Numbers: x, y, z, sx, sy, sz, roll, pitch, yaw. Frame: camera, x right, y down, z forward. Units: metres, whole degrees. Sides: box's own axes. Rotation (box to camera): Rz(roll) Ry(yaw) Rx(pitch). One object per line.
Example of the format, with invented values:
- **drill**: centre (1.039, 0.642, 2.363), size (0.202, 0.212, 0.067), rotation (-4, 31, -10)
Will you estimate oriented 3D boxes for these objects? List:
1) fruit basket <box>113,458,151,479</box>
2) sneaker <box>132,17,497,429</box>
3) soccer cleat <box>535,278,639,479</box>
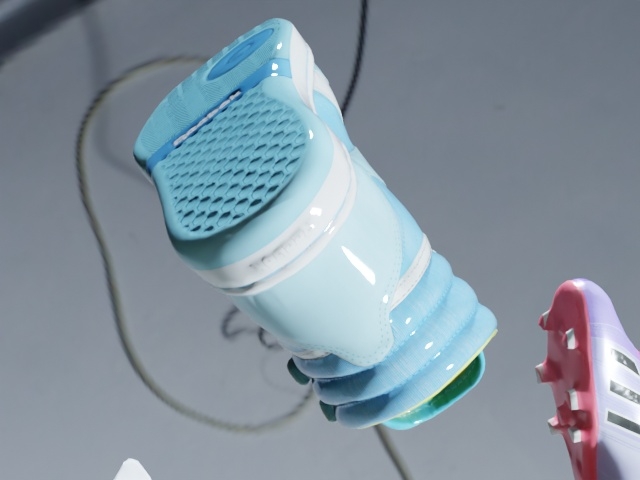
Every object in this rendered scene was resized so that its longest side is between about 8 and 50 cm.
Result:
- **fruit basket**: centre (-0.064, 0.310, 0.543), size (0.165, 0.327, 0.353), rotation (-15, 32, 31)
- **sneaker**: centre (0.000, 0.000, 0.958), size (0.127, 0.208, 0.319), rotation (-36, 23, 11)
- **soccer cleat**: centre (0.214, 0.138, 1.138), size (0.095, 0.248, 0.083), rotation (-14, 14, -9)
